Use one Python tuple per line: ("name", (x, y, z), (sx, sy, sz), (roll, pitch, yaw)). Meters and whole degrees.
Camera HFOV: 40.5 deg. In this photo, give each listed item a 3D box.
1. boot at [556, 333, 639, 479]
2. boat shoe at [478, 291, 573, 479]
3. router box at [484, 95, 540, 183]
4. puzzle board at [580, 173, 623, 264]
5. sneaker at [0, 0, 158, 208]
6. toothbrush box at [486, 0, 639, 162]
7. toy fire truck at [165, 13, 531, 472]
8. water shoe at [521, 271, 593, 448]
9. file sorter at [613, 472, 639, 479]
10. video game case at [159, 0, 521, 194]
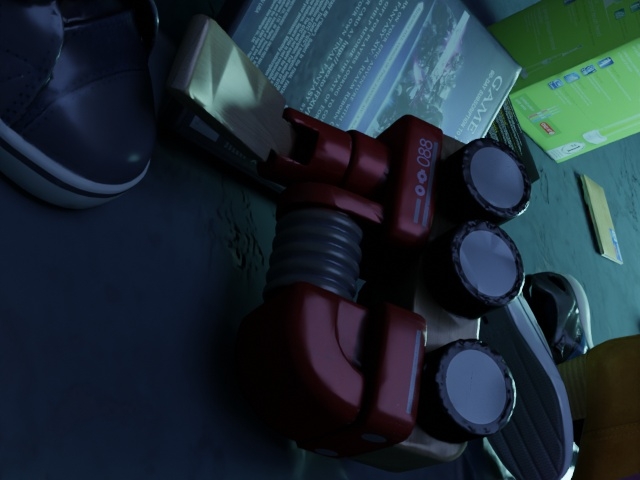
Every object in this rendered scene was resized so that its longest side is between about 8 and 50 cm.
("boot", (0.321, 0.233, 0.802), (0.104, 0.211, 0.294), (8, 65, -64))
("boat shoe", (0.179, 0.105, 0.787), (0.076, 0.083, 0.226), (-2, 74, -56))
("router box", (0.177, -0.132, 0.957), (0.133, 0.046, 0.178), (-24, 93, -59))
("puzzle board", (0.426, -0.030, 1.318), (0.096, 0.011, 0.128), (17, 59, -54))
("sneaker", (-0.147, -0.173, 0.408), (0.321, 0.128, 0.126), (64, 30, -11))
("toothbrush box", (0.383, -0.235, 1.107), (0.206, 0.283, 0.122), (28, 51, -47))
("toy fire truck", (0.000, 0.000, 0.515), (0.247, 0.158, 0.216), (22, 62, -20))
("water shoe", (0.253, 0.132, 0.919), (0.080, 0.073, 0.203), (4, 63, -33))
("file sorter", (0.249, 0.323, 0.611), (0.202, 0.182, 0.290), (40, 33, -54))
("video game case", (0.034, -0.109, 0.629), (0.274, 0.026, 0.196), (30, 90, -48))
